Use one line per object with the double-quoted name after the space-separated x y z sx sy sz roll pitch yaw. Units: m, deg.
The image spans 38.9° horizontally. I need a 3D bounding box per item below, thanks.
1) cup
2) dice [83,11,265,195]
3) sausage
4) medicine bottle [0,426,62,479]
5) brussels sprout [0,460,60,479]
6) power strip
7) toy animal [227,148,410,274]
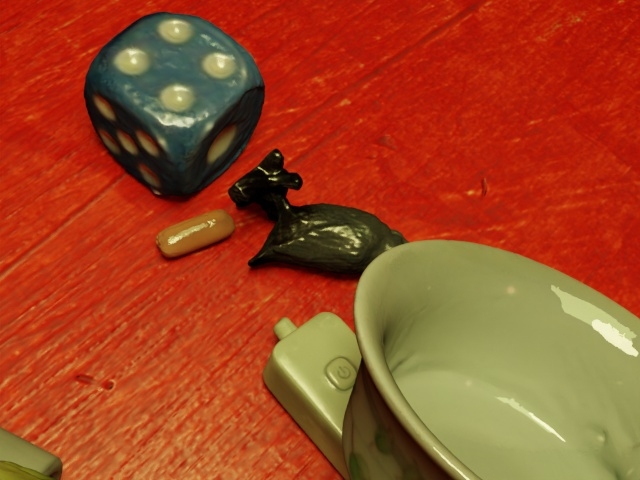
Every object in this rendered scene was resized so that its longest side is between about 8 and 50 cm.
0.155 0.166 0.722 0.347 0.163 0.347 20 30 -12 "cup"
-0.151 -0.145 0.959 0.146 0.143 0.146 39 61 13 "dice"
-0.131 -0.007 0.945 0.083 0.034 0.034 -22 66 -21 "sausage"
-0.294 0.193 0.768 0.130 0.080 0.080 26 58 7 "medicine bottle"
-0.222 0.298 0.602 0.355 0.281 0.289 39 72 11 "brussels sprout"
0.084 0.214 0.837 0.091 0.062 0.385 -33 71 -29 "power strip"
0.002 0.004 0.933 0.210 0.121 0.117 33 78 2 "toy animal"
